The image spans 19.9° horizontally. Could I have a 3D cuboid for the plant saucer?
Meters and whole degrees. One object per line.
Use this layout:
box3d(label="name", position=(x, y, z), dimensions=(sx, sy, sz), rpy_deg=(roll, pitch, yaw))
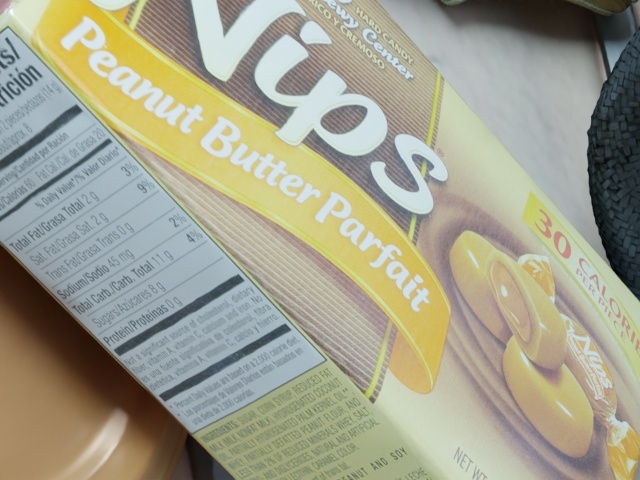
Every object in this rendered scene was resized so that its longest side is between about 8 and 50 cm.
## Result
box3d(label="plant saucer", position=(-0.131, 0.042, 0.690), dimensions=(0.200, 0.037, 0.200), rpy_deg=(8, 75, -31))

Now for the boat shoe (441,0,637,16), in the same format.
box3d(label="boat shoe", position=(0.078, -0.142, 0.859), dimensions=(0.190, 0.068, 0.072), rpy_deg=(25, 107, -39))

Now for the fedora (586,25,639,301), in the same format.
box3d(label="fedora", position=(0.216, -0.039, 0.777), dimensions=(0.152, 0.334, 0.334), rpy_deg=(-29, 96, -25))

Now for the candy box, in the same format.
box3d(label="candy box", position=(0.000, 0.000, 0.723), dimensions=(0.316, 0.087, 0.183), rpy_deg=(47, 37, -15))
